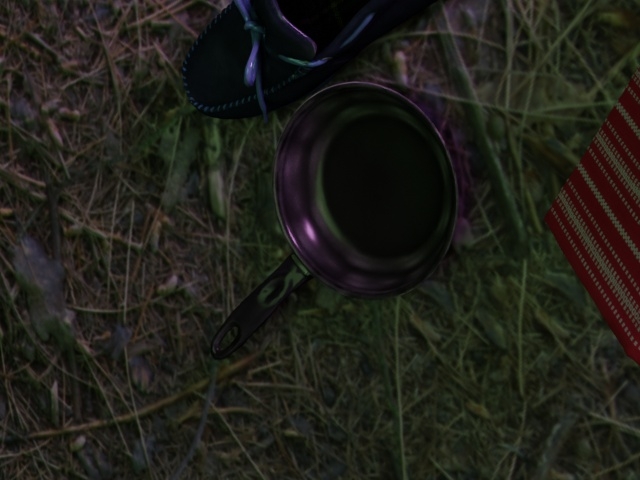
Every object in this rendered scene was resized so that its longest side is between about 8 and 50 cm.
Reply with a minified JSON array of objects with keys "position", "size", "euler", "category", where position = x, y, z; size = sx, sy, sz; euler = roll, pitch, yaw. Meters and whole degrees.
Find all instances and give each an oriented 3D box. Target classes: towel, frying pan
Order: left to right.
[{"position":[0.024,0.012,1.217],"size":[0.197,0.053,0.326],"euler":[31,116,26],"category":"frying pan"},{"position":[0.274,-0.069,0.979],"size":[0.274,0.031,0.199],"euler":[-61,26,26],"category":"towel"}]

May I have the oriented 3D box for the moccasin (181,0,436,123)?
[{"position":[-0.014,-0.215,1.159],"size":[0.342,0.117,0.137],"euler":[-34,79,34],"category":"moccasin"}]
